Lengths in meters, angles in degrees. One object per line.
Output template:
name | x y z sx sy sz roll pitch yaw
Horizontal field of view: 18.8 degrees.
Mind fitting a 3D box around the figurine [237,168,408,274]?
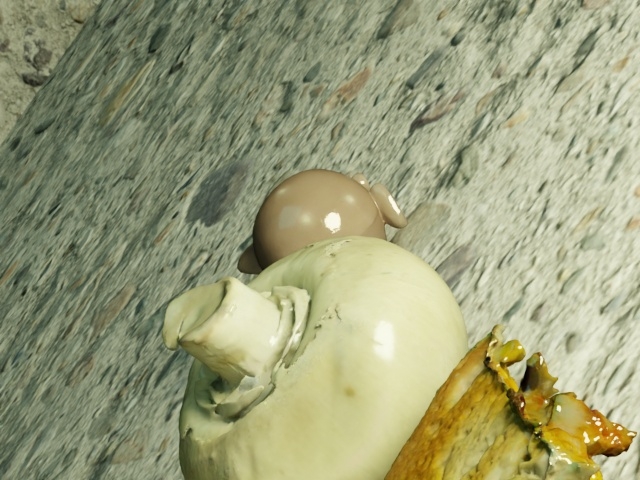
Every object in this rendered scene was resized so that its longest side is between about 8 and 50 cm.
figurine | 0.000 0.000 1.672 0.138 0.125 0.125 -38 16 -12

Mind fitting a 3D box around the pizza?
pizza | 0.100 0.170 1.152 0.229 0.081 0.289 -36 23 52

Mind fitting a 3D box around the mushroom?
mushroom | -0.016 0.099 1.381 0.246 0.202 0.246 -39 32 31
